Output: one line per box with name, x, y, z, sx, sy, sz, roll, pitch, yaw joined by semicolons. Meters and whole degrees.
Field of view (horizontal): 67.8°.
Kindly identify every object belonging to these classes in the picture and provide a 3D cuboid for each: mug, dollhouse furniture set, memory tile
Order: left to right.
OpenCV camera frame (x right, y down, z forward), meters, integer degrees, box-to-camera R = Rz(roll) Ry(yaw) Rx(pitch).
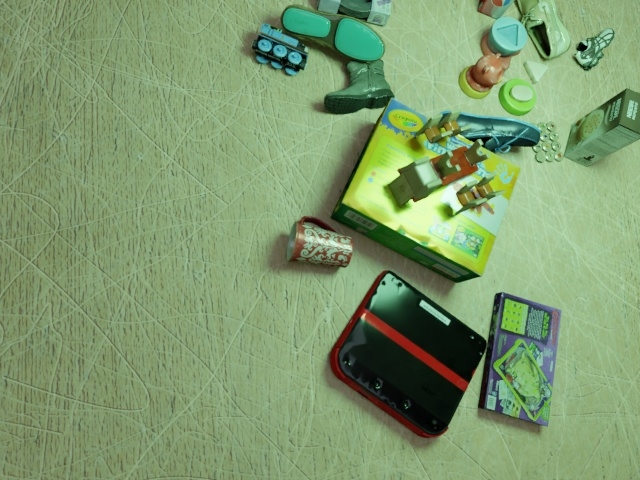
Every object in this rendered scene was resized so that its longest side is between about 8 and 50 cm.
mug;0.002;0.000;1.345;0.169;0.113;0.151;12;76;-12
dollhouse furniture set;0.328;-0.190;1.296;0.258;0.135;0.262;-22;82;-27
memory tile;0.774;-0.339;1.635;0.113;0.012;0.148;-5;78;-12

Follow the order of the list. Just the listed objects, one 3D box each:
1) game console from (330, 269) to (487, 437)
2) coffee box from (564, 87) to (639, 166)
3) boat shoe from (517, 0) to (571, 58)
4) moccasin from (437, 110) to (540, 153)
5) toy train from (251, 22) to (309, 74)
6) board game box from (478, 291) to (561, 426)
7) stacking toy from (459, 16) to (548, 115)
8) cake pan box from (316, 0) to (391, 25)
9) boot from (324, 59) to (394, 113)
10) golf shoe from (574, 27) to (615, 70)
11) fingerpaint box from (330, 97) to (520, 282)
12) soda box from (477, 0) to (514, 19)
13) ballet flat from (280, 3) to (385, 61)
game console;0.252;0.322;1.351;0.386;0.060;0.342;36;67;-2
coffee box;0.929;-0.361;1.549;0.098;0.246;0.141;23;73;-5
boat shoe;0.776;-0.791;1.699;0.098;0.109;0.303;-27;88;-17
moccasin;0.527;-0.326;1.536;0.341;0.138;0.117;8;79;5
toy train;-0.121;-0.594;1.482;0.184;0.080;0.105;20;67;-6
board game box;0.595;0.347;1.414;0.208;0.056;0.347;16;74;-3
stacking toy;0.655;-0.596;1.612;0.279;0.130;0.309;30;73;-3
cake pan box;0.121;-0.866;1.603;0.245;0.070;0.267;10;74;-7
boot;0.106;-0.496;1.513;0.246;0.083;0.161;-12;72;-19
golf shoe;1.001;-0.721;1.742;0.093;0.077;0.198;35;71;-1
fingerpaint box;0.310;-0.142;1.413;0.444;0.163;0.372;26;74;-5
soda box;0.641;-0.877;1.607;0.092;0.263;0.084;18;75;-6
ballet flat;0.042;-0.660;1.513;0.341;0.124;0.116;14;115;-4
